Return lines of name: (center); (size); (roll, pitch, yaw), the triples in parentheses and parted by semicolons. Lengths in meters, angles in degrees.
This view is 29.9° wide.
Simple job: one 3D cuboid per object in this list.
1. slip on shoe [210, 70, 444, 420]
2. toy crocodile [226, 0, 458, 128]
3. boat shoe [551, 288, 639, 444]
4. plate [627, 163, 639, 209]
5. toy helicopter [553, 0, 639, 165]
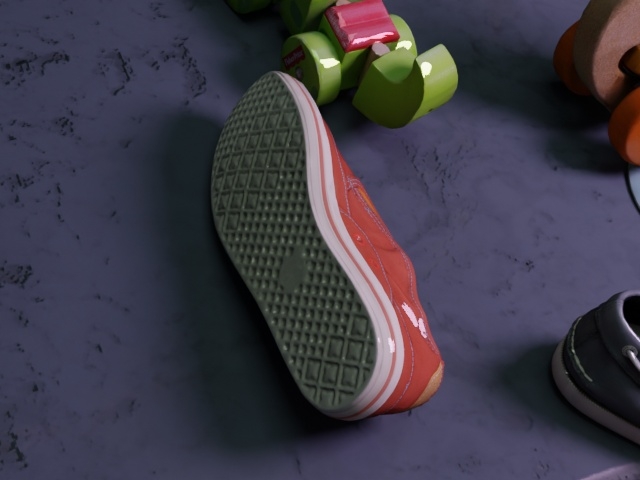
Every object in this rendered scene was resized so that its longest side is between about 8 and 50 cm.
slip on shoe: (0.000, 0.000, 0.924); (0.101, 0.123, 0.331); (21, 34, -44)
toy crocodile: (-0.002, -0.226, 1.096); (0.115, 0.105, 0.340); (-18, 58, -28)
boat shoe: (0.339, 0.130, 0.911); (0.319, 0.099, 0.116); (24, 47, 2)
plate: (0.378, -0.045, 1.116); (0.188, 0.024, 0.188); (8, 51, -10)
toy helicopter: (0.396, -0.222, 1.089); (0.355, 0.235, 0.140); (-13, 48, -14)
